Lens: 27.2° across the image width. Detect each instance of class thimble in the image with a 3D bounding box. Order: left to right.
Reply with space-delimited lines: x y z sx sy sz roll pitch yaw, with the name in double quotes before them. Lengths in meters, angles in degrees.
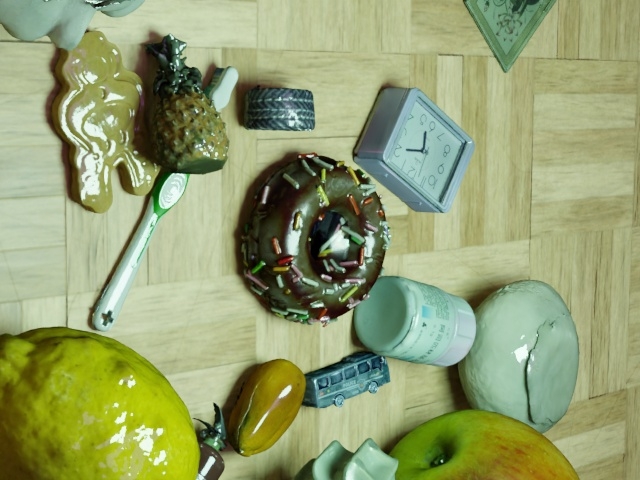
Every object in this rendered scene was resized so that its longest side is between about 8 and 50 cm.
"thimble" -0.055 -0.191 1.936 0.104 0.095 0.066 -1 94 -29

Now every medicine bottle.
"medicine bottle" 0.156 0.133 2.154 0.168 0.135 0.135 16 84 -45

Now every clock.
"clock" 0.154 -0.145 2.157 0.193 0.073 0.144 36 70 -41

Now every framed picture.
"framed picture" 0.346 -0.435 2.346 0.173 0.010 0.231 51 61 -34

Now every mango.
"mango" -0.085 0.250 1.974 0.159 0.084 0.105 -49 146 -19

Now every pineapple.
"pineapple" -0.186 -0.187 1.800 0.108 0.108 0.197 -1 73 -44

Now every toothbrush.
"toothbrush" -0.213 -0.062 1.840 0.042 0.040 0.418 35 71 -37

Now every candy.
"candy" 0.342 0.200 2.305 0.295 0.185 0.295 -23 117 -57

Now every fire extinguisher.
"fire extinguisher" -0.197 0.341 1.880 0.231 0.071 0.099 -58 139 -22

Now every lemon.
"lemon" -0.299 0.247 1.650 0.285 0.285 0.316 -26 87 -39

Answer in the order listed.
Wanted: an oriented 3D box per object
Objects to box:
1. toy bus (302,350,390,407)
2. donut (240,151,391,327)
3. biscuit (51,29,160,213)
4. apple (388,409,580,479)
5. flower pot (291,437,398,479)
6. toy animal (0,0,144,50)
"toy bus" 0.039 0.223 2.112 0.166 0.047 0.065 -16 102 -41
"donut" 0.000 0.000 2.010 0.270 0.103 0.269 -9 103 -44
"biscuit" -0.288 -0.160 1.764 0.144 0.040 0.236 -29 117 -44
"apple" 0.255 0.437 2.149 0.339 0.339 0.339 -7 100 -43
"flower pot" 0.087 0.483 1.957 0.367 0.254 0.164 43 22 3
"toy animal" -0.341 -0.342 1.608 0.325 0.154 0.208 10 82 -39
